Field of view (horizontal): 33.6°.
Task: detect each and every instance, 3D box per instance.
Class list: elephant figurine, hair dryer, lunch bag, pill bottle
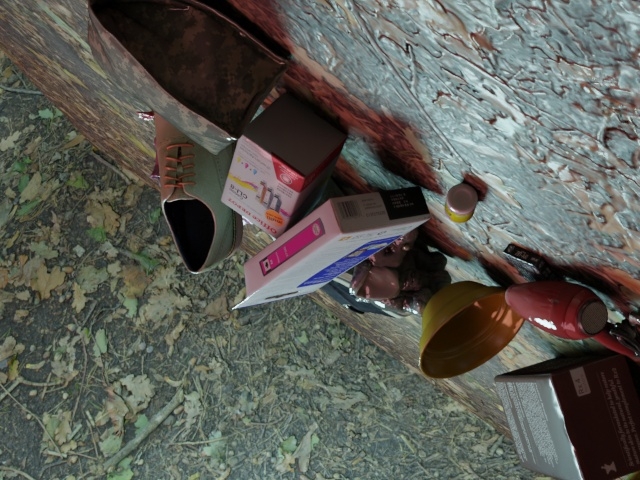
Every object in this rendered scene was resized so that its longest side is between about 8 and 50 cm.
[{"bbox_3d":[0.110,0.024,1.846,0.169,0.186,0.239,36,178,45],"label":"elephant figurine"},{"bbox_3d":[0.391,0.135,1.514,0.293,0.080,0.223,29,168,26],"label":"hair dryer"},{"bbox_3d":[-0.214,-0.272,1.553,0.287,0.169,0.235,34,172,-10],"label":"lunch bag"},{"bbox_3d":[0.197,-0.049,1.489,0.043,0.043,0.083,36,171,11],"label":"pill bottle"}]

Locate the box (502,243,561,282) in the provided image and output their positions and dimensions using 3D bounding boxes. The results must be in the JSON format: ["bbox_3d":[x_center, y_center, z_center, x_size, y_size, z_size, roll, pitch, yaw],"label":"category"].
[{"bbox_3d":[0.317,0.043,1.574,0.067,0.018,0.083,27,166,50],"label":"box"}]

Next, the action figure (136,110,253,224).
[{"bbox_3d":[-0.211,-0.190,2.079,0.370,0.248,0.276,42,-163,-35],"label":"action figure"}]

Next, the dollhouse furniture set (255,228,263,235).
[{"bbox_3d":[-0.035,0.040,2.561,0.262,0.135,0.259,38,171,-5],"label":"dollhouse furniture set"}]

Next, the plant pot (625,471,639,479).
[{"bbox_3d":[0.710,0.550,1.725,0.353,0.366,0.366,29,177,-32],"label":"plant pot"}]

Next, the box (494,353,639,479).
[{"bbox_3d":[0.435,0.307,1.857,0.381,0.143,0.191,116,137,-83],"label":"box"}]

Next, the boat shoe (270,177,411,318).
[{"bbox_3d":[0.000,0.000,2.018,0.156,0.187,0.500,-11,141,44],"label":"boat shoe"}]

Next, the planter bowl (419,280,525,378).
[{"bbox_3d":[0.243,0.134,1.829,0.090,0.217,0.217,56,-176,35],"label":"planter bowl"}]

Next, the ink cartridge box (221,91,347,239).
[{"bbox_3d":[-0.061,-0.114,1.686,0.128,0.127,0.176,35,143,9],"label":"ink cartridge box"}]

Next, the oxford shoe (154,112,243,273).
[{"bbox_3d":[-0.223,-0.133,1.872,0.146,0.140,0.397,-57,-43,-67],"label":"oxford shoe"}]

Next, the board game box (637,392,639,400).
[{"bbox_3d":[0.618,0.366,1.981,0.208,0.056,0.347,39,172,19],"label":"board game box"}]

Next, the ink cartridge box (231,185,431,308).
[{"bbox_3d":[0.002,0.018,1.719,0.371,0.176,0.069,-38,67,51],"label":"ink cartridge box"}]
